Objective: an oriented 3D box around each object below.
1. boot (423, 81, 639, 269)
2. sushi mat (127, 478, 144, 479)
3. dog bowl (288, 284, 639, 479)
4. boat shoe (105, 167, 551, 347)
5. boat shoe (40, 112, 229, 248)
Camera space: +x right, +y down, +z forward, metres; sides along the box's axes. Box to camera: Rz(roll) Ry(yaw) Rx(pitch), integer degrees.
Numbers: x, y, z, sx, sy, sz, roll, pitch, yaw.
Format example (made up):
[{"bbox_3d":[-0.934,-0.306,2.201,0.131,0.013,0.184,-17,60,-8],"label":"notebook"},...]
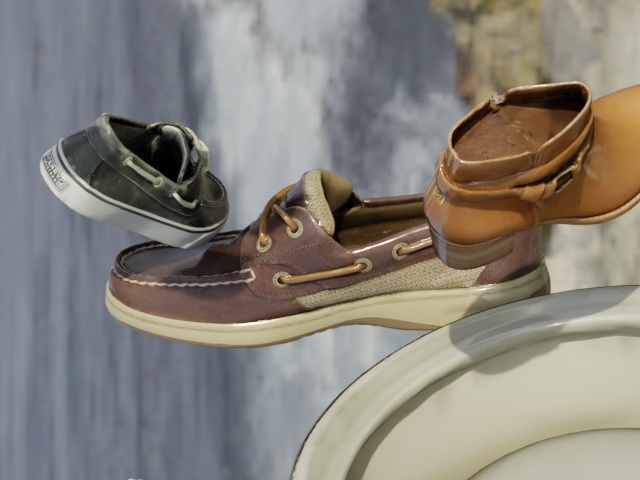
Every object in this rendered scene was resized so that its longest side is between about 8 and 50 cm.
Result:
[{"bbox_3d":[0.150,-0.061,1.118,0.073,0.197,0.152,52,166,20],"label":"boot"},{"bbox_3d":[-0.170,0.252,0.886,0.151,0.019,0.316,-30,27,30],"label":"sushi mat"},{"bbox_3d":[0.188,0.197,1.223,0.408,0.408,0.150,-120,16,-60],"label":"dog bowl"},{"bbox_3d":[0.000,0.000,1.412,0.123,0.342,0.123,-69,-25,-62],"label":"boat shoe"},{"bbox_3d":[-0.115,-0.046,1.366,0.070,0.219,0.078,-39,71,17],"label":"boat shoe"}]
